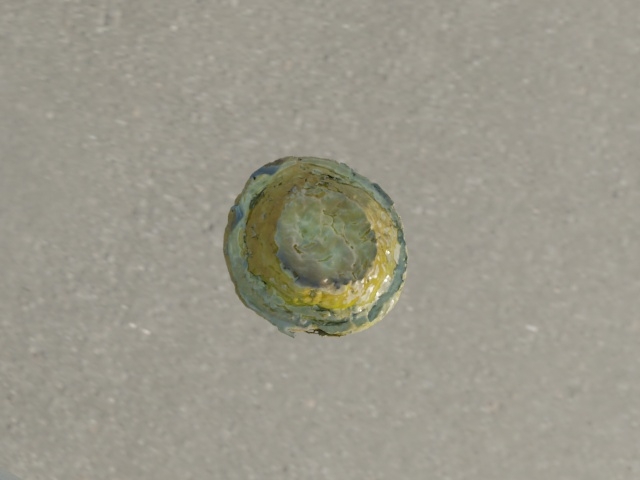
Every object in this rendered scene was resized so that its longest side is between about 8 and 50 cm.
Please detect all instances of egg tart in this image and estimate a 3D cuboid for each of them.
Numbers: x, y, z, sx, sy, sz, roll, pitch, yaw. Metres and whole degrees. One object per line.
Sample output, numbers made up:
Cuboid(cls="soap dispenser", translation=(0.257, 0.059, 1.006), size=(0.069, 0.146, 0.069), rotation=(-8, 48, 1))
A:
Cuboid(cls="egg tart", translation=(0.000, 0.000, 1.085), size=(0.129, 0.049, 0.128), rotation=(4, 75, -14))

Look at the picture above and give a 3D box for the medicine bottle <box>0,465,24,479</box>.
Cuboid(cls="medicine bottle", translation=(-0.148, 0.137, 0.533), size=(0.289, 0.157, 0.157), rotation=(35, 79, -10))
